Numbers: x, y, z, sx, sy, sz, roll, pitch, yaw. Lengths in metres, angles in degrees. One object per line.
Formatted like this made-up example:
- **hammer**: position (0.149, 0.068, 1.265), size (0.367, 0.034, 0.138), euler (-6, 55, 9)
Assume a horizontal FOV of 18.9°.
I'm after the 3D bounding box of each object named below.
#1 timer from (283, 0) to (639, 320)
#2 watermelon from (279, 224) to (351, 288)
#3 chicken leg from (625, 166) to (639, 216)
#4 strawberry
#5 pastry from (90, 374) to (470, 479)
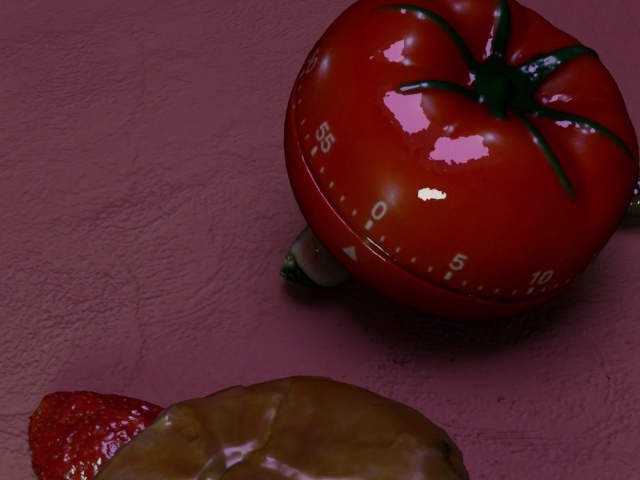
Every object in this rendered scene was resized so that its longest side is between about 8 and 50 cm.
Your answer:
- **timer**: position (0.144, -0.096, 2.056), size (0.378, 0.279, 0.378), euler (16, 49, -19)
- **watermelon**: position (-0.008, 0.007, 2.138), size (0.069, 0.087, 0.163), euler (-15, 24, 34)
- **chicken leg**: position (0.374, -0.050, 2.200), size (0.196, 0.080, 0.125), euler (-22, 37, -12)
- **strawberry**: position (-0.222, 0.196, 1.934), size (0.187, 0.082, 0.146), euler (24, 41, 30)
- **pastry**: position (-0.030, 0.307, 1.680), size (0.410, 0.245, 0.409), euler (-2, 44, 2)
